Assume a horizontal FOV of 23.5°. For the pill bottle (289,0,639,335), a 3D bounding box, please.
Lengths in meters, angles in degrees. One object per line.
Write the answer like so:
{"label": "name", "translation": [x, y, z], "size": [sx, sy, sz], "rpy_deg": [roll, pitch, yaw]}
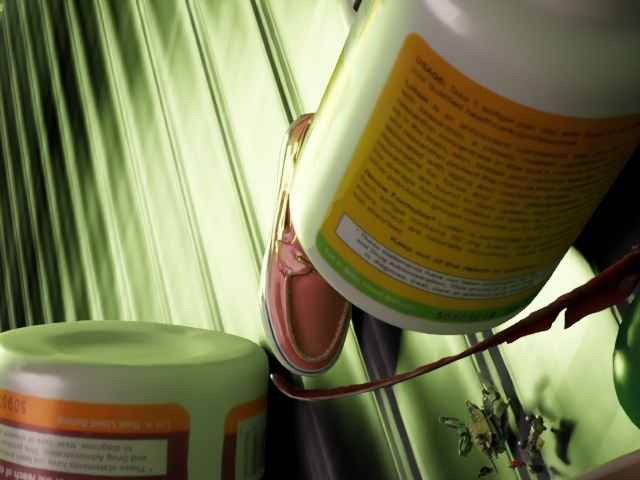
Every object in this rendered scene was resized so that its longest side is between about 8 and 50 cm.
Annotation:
{"label": "pill bottle", "translation": [0.081, -0.079, 0.667], "size": [0.246, 0.136, 0.136], "rpy_deg": [115, 149, -49]}

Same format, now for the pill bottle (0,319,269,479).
{"label": "pill bottle", "translation": [-0.159, 0.271, 1.205], "size": [0.224, 0.224, 0.392], "rpy_deg": [-161, 74, -70]}

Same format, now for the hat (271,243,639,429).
{"label": "hat", "translation": [0.111, 0.029, 0.507], "size": [0.173, 0.183, 0.209], "rpy_deg": [-112, 29, -47]}

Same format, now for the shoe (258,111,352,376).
{"label": "shoe", "translation": [0.000, 0.000, 1.000], "size": [0.081, 0.063, 0.178], "rpy_deg": [164, 110, -75]}

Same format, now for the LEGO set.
{"label": "LEGO set", "translation": [0.095, 0.100, 0.804], "size": [0.083, 0.023, 0.054], "rpy_deg": [35, 126, 51]}

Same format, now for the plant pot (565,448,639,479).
{"label": "plant pot", "translation": [0.137, 0.210, 0.374], "size": [0.191, 0.284, 0.284], "rpy_deg": [61, 179, -34]}

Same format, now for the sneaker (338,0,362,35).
{"label": "sneaker", "translation": [0.058, -0.181, 0.823], "size": [0.121, 0.079, 0.217], "rpy_deg": [115, 149, -48]}
